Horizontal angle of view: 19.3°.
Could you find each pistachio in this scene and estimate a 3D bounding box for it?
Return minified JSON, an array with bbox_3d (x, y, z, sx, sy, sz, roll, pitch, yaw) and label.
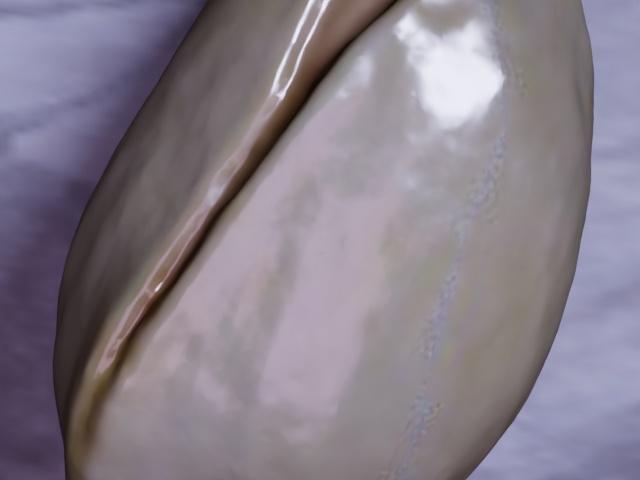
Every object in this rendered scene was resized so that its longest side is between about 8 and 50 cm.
[{"bbox_3d":[0.000,0.000,0.458,0.124,0.124,0.185,17,107,-6],"label":"pistachio"}]
